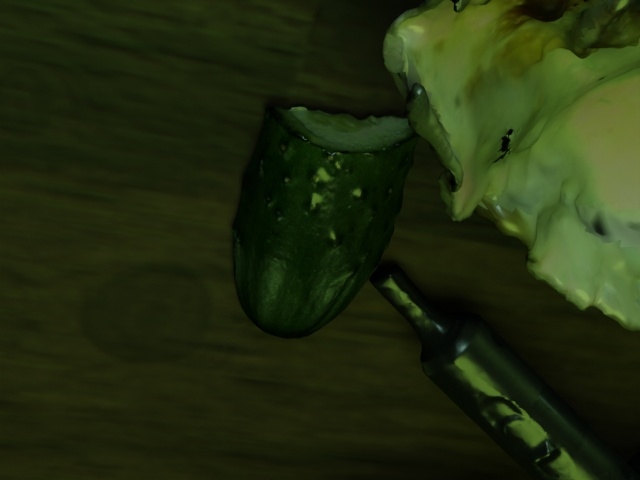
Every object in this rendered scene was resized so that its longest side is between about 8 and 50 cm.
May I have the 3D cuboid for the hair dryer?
[{"bbox_3d":[0.105,0.109,0.600,0.248,0.195,0.078,43,113,-9],"label":"hair dryer"}]

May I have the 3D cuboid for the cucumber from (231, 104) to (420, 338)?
[{"bbox_3d":[0.000,0.000,0.574,0.067,0.035,0.107,4,123,-17],"label":"cucumber"}]

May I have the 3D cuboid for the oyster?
[{"bbox_3d":[0.166,-0.038,0.537,0.201,0.107,0.354,-32,134,23],"label":"oyster"}]
